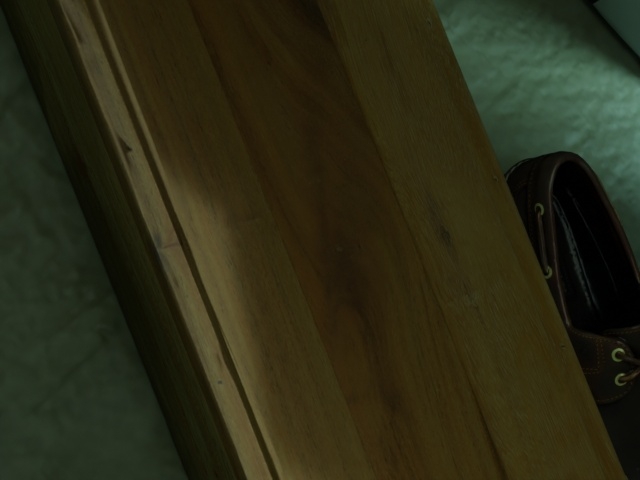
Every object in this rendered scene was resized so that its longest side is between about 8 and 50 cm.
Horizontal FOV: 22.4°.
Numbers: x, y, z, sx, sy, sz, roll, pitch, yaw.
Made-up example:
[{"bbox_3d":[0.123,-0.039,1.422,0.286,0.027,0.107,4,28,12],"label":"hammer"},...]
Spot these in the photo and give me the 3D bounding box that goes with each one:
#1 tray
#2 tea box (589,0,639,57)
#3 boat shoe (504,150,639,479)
[{"bbox_3d":[0.000,0.000,0.823,0.202,0.076,0.411,-20,86,-29],"label":"tray"},{"bbox_3d":[0.236,-0.302,0.866,0.323,0.329,0.220,46,63,-8],"label":"tea box"},{"bbox_3d":[0.151,0.051,0.884,0.073,0.073,0.207,-25,90,-32],"label":"boat shoe"}]
